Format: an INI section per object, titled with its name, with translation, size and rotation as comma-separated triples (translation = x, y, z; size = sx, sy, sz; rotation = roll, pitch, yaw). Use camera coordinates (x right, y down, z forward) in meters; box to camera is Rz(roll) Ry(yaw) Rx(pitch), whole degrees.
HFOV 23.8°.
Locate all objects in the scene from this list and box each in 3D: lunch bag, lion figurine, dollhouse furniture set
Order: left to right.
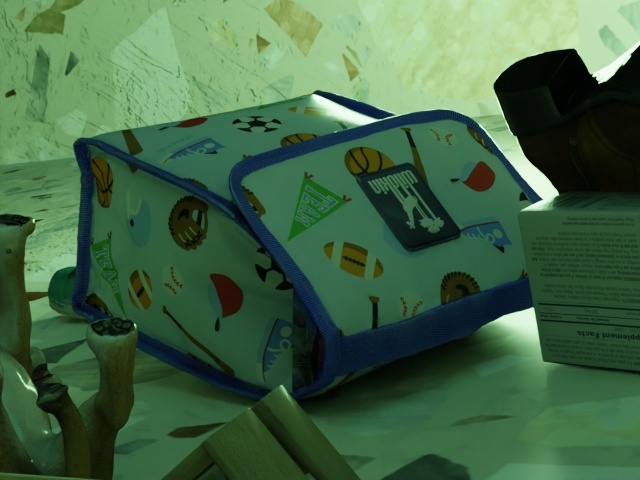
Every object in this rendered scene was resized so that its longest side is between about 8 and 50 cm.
[lion figurine]
translation = -0.218, 0.125, 1.035
size = 0.142, 0.240, 0.392
rotation = -4, 19, -18
[dollhouse furniture set]
translation = -0.046, 0.190, 0.966
size = 0.151, 0.123, 0.144
rotation = -43, -6, 27
[lunch bag]
translation = 0.000, 0.000, 1.435
size = 0.328, 0.238, 0.385
rotation = -16, 28, -37

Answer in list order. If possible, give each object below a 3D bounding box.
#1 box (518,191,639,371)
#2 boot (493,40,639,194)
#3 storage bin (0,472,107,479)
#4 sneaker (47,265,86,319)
[box]
translation = 0.244, 0.032, 1.260
size = 0.072, 0.137, 0.126
rotation = -20, 15, -40
[boot]
translation = 0.301, -0.034, 1.286
size = 0.264, 0.280, 0.096
rotation = -6, 37, 43
[storage bin]
translation = -0.254, 0.214, 0.747
size = 0.260, 0.123, 0.262
rotation = -2, 13, 34
[sneaker]
translation = -0.191, 0.022, 1.754
size = 0.302, 0.121, 0.108
rotation = -4, 11, 28
